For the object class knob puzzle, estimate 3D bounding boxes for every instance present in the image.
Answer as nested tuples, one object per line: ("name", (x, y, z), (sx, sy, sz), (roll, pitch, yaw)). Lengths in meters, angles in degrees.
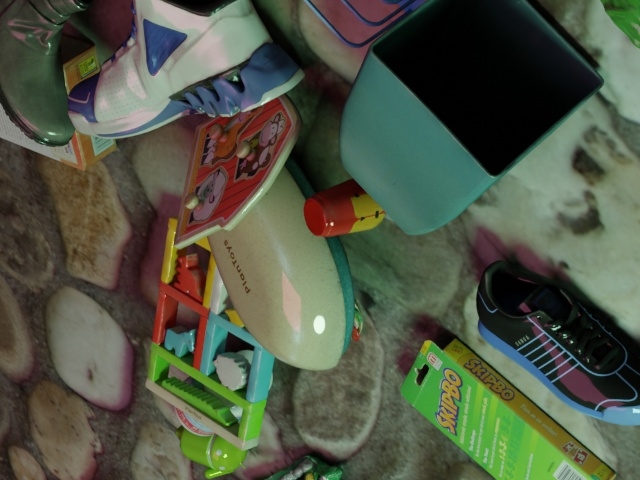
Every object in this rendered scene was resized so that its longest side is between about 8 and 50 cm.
("knob puzzle", (-0.094, -0.097, 1.872), (0.030, 0.213, 0.213), (32, 156, -31))

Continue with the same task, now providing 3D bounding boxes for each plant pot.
("plant pot", (0.121, -0.115, 1.636), (0.165, 0.166, 0.234), (47, 153, 6))

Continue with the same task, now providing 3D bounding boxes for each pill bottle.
("pill bottle", (-0.127, 0.199, 2.250), (0.087, 0.087, 0.160), (51, 145, 0))

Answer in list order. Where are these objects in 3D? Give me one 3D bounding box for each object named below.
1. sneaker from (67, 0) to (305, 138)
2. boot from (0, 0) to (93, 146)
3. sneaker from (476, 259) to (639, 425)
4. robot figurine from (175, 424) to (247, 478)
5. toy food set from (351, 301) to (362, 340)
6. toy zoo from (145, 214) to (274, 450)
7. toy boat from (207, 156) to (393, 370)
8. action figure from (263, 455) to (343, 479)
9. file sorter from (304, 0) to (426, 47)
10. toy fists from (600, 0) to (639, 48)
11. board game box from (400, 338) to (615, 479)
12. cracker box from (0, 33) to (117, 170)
("sneaker", (-0.168, -0.229, 1.895), (0.315, 0.127, 0.182), (-8, 112, 43))
("boot", (-0.324, -0.248, 2.003), (0.161, 0.083, 0.246), (-30, 78, 40))
("sneaker", (0.253, 0.103, 1.744), (0.232, 0.081, 0.090), (30, 147, 30))
("robot figurine", (-0.149, 0.283, 2.368), (0.115, 0.067, 0.101), (16, 130, 39))
("toy food set", (0.019, 0.086, 2.043), (0.083, 0.020, 0.082), (-13, 111, 52))
("toy zoo", (-0.131, 0.095, 2.136), (0.192, 0.030, 0.293), (27, 118, 36))
("toy boat", (0.000, 0.000, 1.885), (0.318, 0.148, 0.267), (-35, 75, 58))
("action figure", (-0.029, 0.353, 2.308), (0.137, 0.063, 0.232), (50, 142, 7))
("file sorter", (0.060, -0.279, 1.596), (0.118, 0.104, 0.170), (48, 145, 4))
("toy fists", (0.351, -0.165, 1.381), (0.279, 0.096, 0.142), (47, 144, 8))
("board game box", (0.208, 0.220, 1.940), (0.259, 0.039, 0.124), (39, 143, 13))
("cracker box", (-0.375, -0.199, 2.187), (0.232, 0.067, 0.156), (21, 134, 34))
